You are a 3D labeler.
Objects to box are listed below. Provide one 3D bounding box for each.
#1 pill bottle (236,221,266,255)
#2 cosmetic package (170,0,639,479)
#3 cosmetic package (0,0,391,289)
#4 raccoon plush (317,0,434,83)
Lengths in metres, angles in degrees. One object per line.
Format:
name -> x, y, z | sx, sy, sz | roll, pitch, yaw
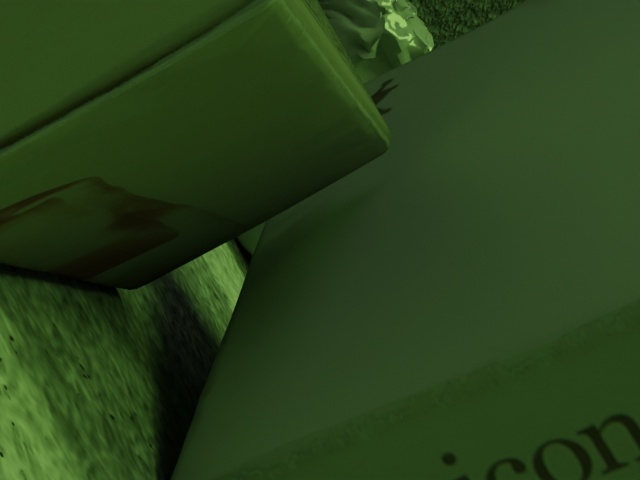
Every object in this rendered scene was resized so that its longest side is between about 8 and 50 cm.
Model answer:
pill bottle -> 0.063, -0.014, 1.266 | 0.278, 0.162, 0.162 | 23, 34, -56
cosmetic package -> 0.199, 0.101, 0.753 | 0.394, 0.329, 0.327 | 57, 22, -20
cosmetic package -> -0.078, -0.080, 0.595 | 0.153, 0.129, 0.296 | 61, 4, 9
raccoon plush -> 0.011, -0.270, 1.220 | 0.446, 0.299, 0.216 | 42, -11, 29
